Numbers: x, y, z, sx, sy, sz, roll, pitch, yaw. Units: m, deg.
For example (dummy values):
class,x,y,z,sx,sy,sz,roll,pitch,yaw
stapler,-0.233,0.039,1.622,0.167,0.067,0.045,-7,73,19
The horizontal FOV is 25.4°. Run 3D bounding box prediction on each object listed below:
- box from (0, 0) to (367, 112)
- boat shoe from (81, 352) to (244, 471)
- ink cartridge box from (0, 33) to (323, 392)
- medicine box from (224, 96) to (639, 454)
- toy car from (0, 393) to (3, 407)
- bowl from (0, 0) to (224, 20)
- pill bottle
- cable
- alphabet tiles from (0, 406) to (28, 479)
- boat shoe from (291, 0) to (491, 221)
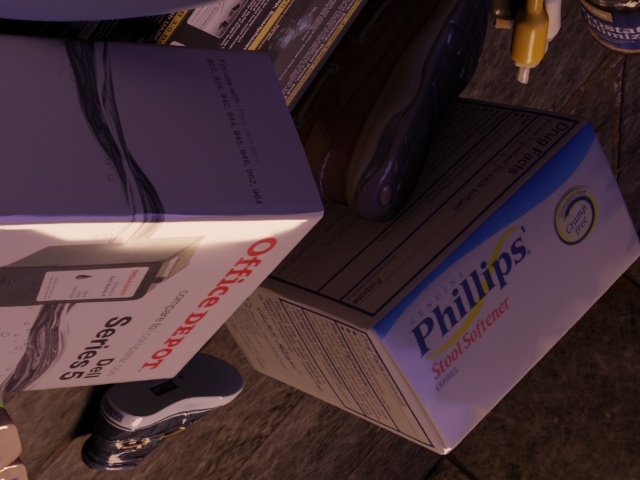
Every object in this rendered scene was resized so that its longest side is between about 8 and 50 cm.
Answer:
class,x,y,z,sx,sy,sz,roll,pitch,yaw
box,-0.023,-0.246,0.870,0.395,0.097,0.318,-55,158,11
boat shoe,-0.156,0.166,1.379,0.183,0.065,0.083,-11,140,-52
ink cartridge box,-0.166,-0.008,0.758,0.272,0.115,0.198,-2,150,-36
medicine box,0.075,0.011,1.226,0.263,0.289,0.149,-42,122,-21
toy car,-0.303,0.153,1.040,0.225,0.053,0.239,-45,160,-14
bowl,-0.122,-0.207,0.570,0.298,0.297,0.134,52,36,-70
pill bottle,0.330,-0.287,1.518,0.123,0.123,0.219,-51,160,2
cable,0.195,-0.268,1.261,0.287,0.072,0.140,90,11,-66
alphabet tiles,-0.333,0.207,0.960,0.284,0.021,0.278,-27,155,-20
boat shoe,0.059,-0.158,1.182,0.123,0.116,0.324,87,25,-46
